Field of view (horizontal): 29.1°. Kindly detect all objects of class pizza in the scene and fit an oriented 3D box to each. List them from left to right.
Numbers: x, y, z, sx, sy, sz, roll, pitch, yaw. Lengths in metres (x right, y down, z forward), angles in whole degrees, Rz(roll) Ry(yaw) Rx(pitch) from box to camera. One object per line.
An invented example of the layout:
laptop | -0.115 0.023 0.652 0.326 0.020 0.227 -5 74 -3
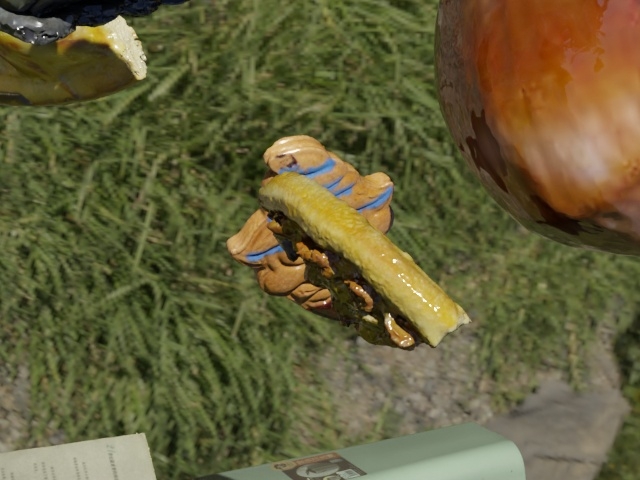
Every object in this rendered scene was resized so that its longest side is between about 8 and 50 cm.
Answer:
pizza | -0.289 -0.198 1.170 0.188 0.204 0.081 60 36 -21
pizza | 0.027 0.028 0.780 0.046 0.175 0.134 -42 135 -10

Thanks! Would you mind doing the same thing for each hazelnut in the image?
hazelnut | 0.271 -0.159 1.124 0.315 0.372 0.373 -29 117 -61

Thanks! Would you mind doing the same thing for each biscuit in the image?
biscuit | 0.000 0.000 1.274 0.183 0.043 0.280 -26 134 -6

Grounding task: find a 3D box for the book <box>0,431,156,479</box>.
book | -0.277 0.273 1.114 0.282 0.215 0.025 -3 131 -17

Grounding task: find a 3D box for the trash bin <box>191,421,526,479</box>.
trash bin | 0.049 0.337 1.352 0.343 0.158 0.223 -12 101 -23

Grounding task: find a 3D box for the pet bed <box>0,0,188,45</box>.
pet bed | -0.162 -0.225 0.777 0.183 0.159 0.211 56 33 -1
